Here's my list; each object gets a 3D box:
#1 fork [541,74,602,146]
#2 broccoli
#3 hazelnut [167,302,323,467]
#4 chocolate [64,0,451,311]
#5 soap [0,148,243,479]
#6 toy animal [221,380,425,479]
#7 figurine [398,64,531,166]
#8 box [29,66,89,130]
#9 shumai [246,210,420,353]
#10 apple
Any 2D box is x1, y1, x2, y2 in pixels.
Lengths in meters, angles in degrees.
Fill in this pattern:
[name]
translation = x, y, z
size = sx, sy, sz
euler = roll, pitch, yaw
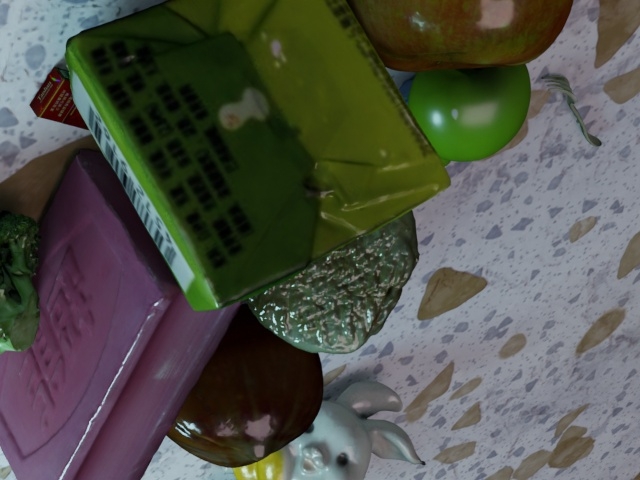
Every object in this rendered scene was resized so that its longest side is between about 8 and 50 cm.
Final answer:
[fork]
translation = 0.359, -0.177, 2.042
size = 0.028, 0.034, 0.219
euler = -35, 147, 12
[broccoli]
translation = -0.365, 0.058, 1.555
size = 0.195, 0.156, 0.195
euler = -50, 149, -45
[hazelnut]
translation = -0.107, 0.189, 1.881
size = 0.229, 0.229, 0.229
euler = -24, 144, -19
[chocolate]
translation = -0.071, -0.107, 1.479
size = 0.289, 0.301, 0.137
euler = -28, 176, -25
[soap]
translation = -0.246, 0.110, 1.644
size = 0.128, 0.233, 0.359
euler = 1, 131, -41
[toy animal]
translation = -0.012, 0.353, 2.210
size = 0.247, 0.183, 0.310
euler = 7, 121, -53
[figurine]
translation = 0.168, -0.206, 1.748
size = 0.162, 0.143, 0.263
euler = -22, 132, -17
[box]
translation = -0.253, -0.145, 1.521
size = 0.082, 0.023, 0.051
euler = 12, 124, -49
[shumai]
translation = 0.000, 0.000, 1.844
size = 0.225, 0.222, 0.261
euler = 1, 103, -8
[apple]
translation = 0.145, -0.291, 1.533
size = 0.246, 0.246, 0.226
euler = -2, 94, -42
